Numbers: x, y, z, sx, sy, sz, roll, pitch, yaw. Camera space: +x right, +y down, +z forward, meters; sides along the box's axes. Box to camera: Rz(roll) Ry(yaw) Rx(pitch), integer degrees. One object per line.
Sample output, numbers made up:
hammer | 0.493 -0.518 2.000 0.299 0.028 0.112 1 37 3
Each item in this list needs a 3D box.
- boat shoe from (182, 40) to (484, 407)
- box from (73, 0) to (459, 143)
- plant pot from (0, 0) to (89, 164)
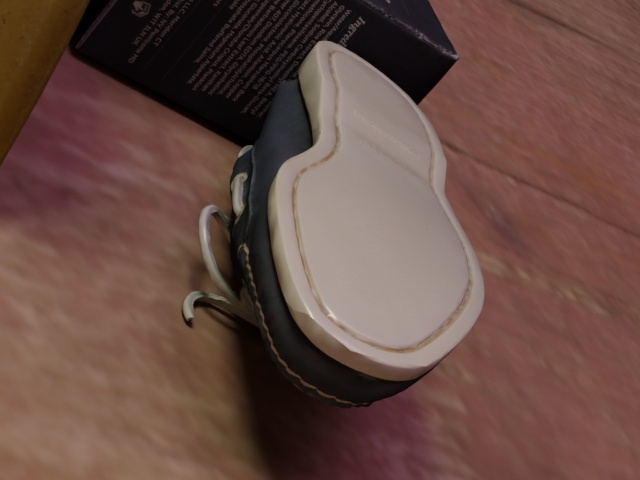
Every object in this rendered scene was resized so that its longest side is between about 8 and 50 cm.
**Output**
boat shoe | 0.000 0.000 0.747 0.095 0.079 0.254 31 22 -19
box | -0.038 -0.129 0.898 0.158 0.093 0.156 26 27 -32
plant pot | -0.148 -0.181 0.690 0.212 0.187 0.212 35 23 -18
